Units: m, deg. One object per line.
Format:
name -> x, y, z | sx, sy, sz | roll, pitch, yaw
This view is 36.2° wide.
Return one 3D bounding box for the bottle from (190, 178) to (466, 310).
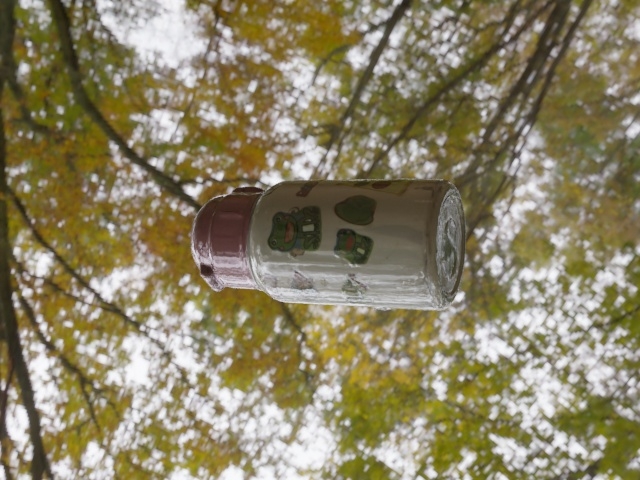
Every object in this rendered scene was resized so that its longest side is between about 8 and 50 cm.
bottle -> 0.000, 0.000, 0.908 | 0.253, 0.120, 0.120 | 3, -150, 23
